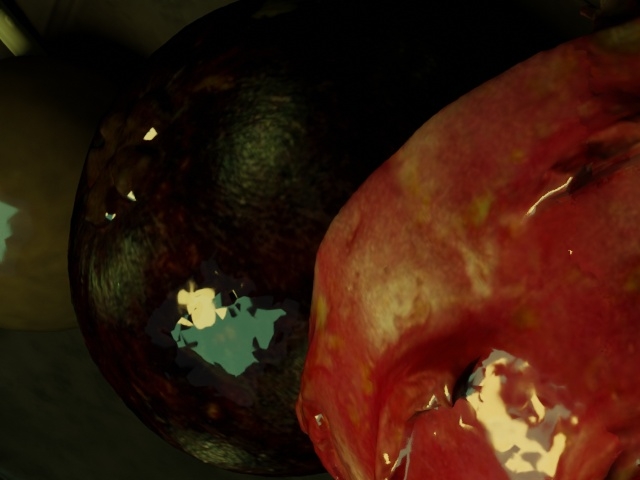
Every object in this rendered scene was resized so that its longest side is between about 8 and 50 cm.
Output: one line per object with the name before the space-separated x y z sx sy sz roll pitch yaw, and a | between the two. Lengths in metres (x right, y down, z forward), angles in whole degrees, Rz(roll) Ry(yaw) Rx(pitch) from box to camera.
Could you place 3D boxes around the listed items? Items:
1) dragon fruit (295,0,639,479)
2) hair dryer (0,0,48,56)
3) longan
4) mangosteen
dragon fruit | 0.189 0.083 0.914 0.386 0.249 0.371 -19 138 2
hair dryer | -0.213 -0.150 1.310 0.063 0.038 0.124 -4 135 44
longan | -0.190 -0.029 1.301 0.198 0.198 0.212 45 144 -14
mangosteen | 0.000 0.000 1.105 0.288 0.288 0.288 23 144 18
